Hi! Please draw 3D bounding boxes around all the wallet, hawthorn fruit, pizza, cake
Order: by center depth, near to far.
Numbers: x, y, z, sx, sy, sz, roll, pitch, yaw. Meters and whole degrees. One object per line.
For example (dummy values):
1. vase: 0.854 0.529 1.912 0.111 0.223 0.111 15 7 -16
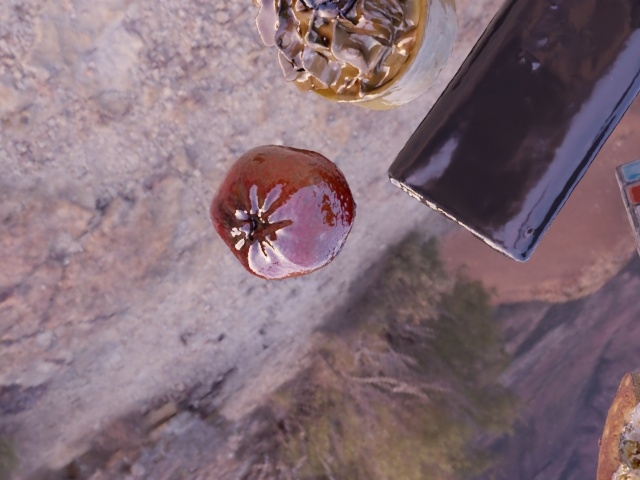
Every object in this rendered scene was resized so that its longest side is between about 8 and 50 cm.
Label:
1. hawthorn fruit: -0.032 -0.036 1.064 0.157 0.157 0.194 -48 165 22
2. wallet: 0.290 -0.194 1.223 0.406 0.228 0.062 -56 168 2
3. cake: 0.048 -0.410 1.645 0.332 0.332 0.321 -49 154 24
4. pizza: 0.614 0.404 1.793 0.161 0.086 0.305 108 2 -70

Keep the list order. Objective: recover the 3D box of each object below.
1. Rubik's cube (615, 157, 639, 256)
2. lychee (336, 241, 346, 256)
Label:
1. Rubik's cube: 0.713 0.008 1.584 0.293 0.291 0.287 -20 133 16
2. lychee: 0.000 0.000 1.280 0.083 0.067 0.068 -21 145 -50
